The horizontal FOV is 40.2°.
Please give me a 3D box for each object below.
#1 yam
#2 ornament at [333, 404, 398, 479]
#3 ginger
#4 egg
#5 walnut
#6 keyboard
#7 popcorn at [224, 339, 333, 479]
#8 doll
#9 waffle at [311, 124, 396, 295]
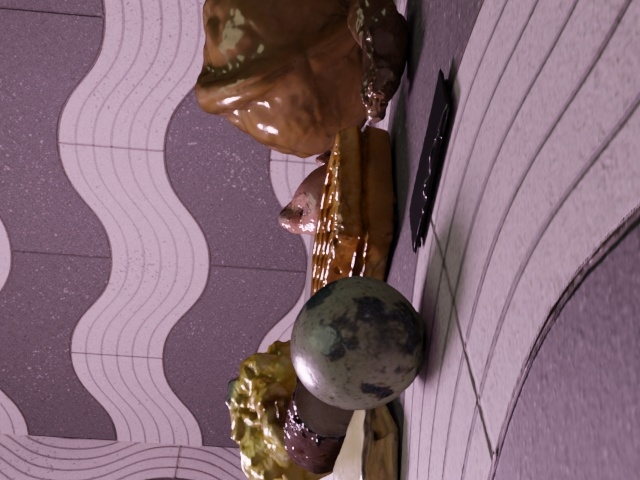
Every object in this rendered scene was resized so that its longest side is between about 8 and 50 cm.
[{"bbox_3d":[0.006,0.274,1.330,0.279,0.131,0.131,104,170,-63],"label":"yam"},{"bbox_3d":[0.060,0.258,1.101,0.201,0.059,0.180,107,169,-61],"label":"ornament"},{"bbox_3d":[0.078,-0.294,1.199,0.122,0.084,0.290,87,-176,-57],"label":"ginger"},{"bbox_3d":[0.041,0.107,0.917,0.182,0.141,0.141,138,136,-72],"label":"egg"},{"bbox_3d":[-0.050,-0.319,1.546,0.383,0.384,0.383,-176,90,-87],"label":"walnut"},{"bbox_3d":[0.115,-0.079,0.921,0.074,0.015,0.196,-84,1,-48],"label":"keyboard"},{"bbox_3d":[-0.055,0.324,1.654,0.252,0.215,0.286,-28,52,47],"label":"popcorn"},{"bbox_3d":[0.000,0.000,1.624,0.201,0.156,0.303,-95,5,-61],"label":"doll"},{"bbox_3d":[0.044,0.007,1.317,0.327,0.098,0.224,97,174,-52],"label":"waffle"}]
